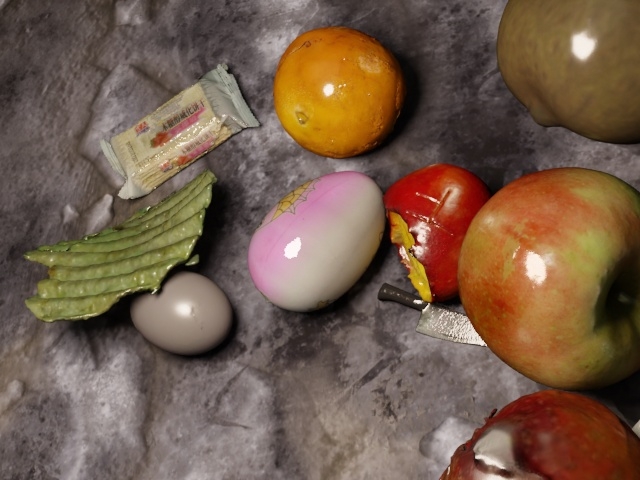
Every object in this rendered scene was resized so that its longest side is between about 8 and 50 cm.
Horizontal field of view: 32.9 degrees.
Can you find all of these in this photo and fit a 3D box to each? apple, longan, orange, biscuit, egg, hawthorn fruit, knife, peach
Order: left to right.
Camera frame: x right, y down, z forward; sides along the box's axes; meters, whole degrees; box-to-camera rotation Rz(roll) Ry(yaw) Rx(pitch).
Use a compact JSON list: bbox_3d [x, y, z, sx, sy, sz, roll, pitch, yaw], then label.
[{"bbox_3d":[-0.287,-0.217,2.171,0.309,0.079,0.186,-32,54,6],"label":"biscuit"},{"bbox_3d":[-0.245,0.125,1.894,0.199,0.146,0.146,17,69,31],"label":"egg"},{"bbox_3d":[0.000,0.000,1.833,0.271,0.196,0.196,-37,50,-23],"label":"egg"},{"bbox_3d":[0.033,-0.266,1.950,0.240,0.240,0.240,-12,56,19],"label":"orange"},{"bbox_3d":[0.184,-0.009,1.750,0.190,0.196,0.226,-20,43,56],"label":"peach"},{"bbox_3d":[0.189,0.130,1.767,0.231,0.028,0.060,19,82,30],"label":"knife"},{"bbox_3d":[0.304,0.355,1.407,0.308,0.308,0.324,-26,65,9],"label":"hawthorn fruit"},{"bbox_3d":[0.347,0.051,1.562,0.277,0.319,0.319,14,66,53],"label":"apple"},{"bbox_3d":[0.454,-0.310,1.718,0.361,0.361,0.360,-12,56,19],"label":"longan"}]

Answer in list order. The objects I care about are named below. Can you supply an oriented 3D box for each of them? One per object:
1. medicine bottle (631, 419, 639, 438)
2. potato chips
[{"bbox_3d":[0.553,0.325,1.415,0.161,0.111,0.296,-40,53,-1],"label":"medicine bottle"},{"bbox_3d":[-0.346,-0.004,1.960,0.389,0.097,0.373,-27,24,1],"label":"potato chips"}]
